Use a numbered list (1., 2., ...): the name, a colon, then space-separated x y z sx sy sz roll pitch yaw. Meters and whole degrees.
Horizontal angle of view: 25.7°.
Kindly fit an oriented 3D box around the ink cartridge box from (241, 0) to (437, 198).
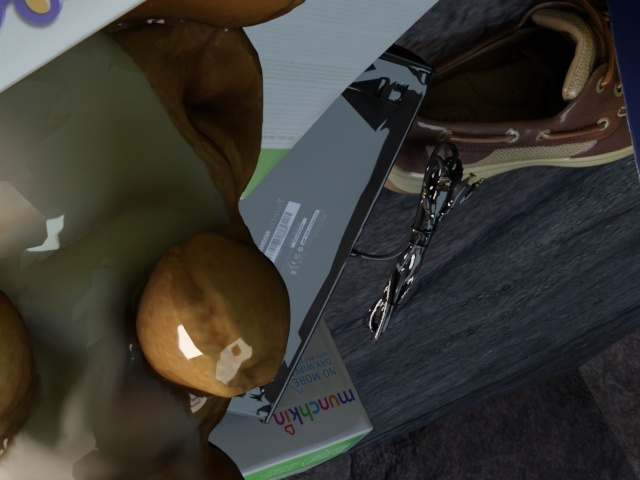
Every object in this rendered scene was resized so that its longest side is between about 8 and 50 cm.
1. ink cartridge box: -0.042 -0.116 0.886 0.235 0.056 0.171 -42 158 31

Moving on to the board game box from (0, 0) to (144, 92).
1. board game box: -0.157 -0.092 0.472 0.259 0.039 0.124 -35 124 -6

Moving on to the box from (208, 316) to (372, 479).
1. box: -0.128 0.109 1.171 0.262 0.231 0.127 -12 161 -39

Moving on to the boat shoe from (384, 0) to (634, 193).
1. boat shoe: 0.197 -0.132 1.144 0.342 0.123 0.123 -14 162 -19

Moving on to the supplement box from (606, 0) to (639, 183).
1. supplement box: 0.366 -0.128 1.037 0.194 0.195 0.356 -7 -170 30

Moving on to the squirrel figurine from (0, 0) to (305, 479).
1. squirrel figurine: -0.133 0.072 0.711 0.281 0.370 0.397 -18 -179 -26

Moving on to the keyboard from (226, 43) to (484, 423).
1. keyboard: 0.000 0.000 1.057 0.202 0.033 0.317 16 111 -26
